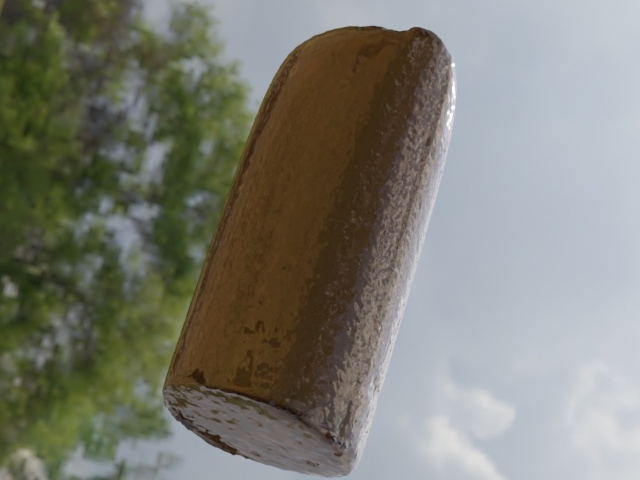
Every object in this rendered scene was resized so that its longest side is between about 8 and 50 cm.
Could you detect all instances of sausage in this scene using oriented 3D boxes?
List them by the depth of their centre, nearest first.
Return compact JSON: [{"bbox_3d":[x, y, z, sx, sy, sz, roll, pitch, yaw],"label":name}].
[{"bbox_3d":[0.000,0.000,1.052,0.123,0.123,0.253,-36,-147,66],"label":"sausage"}]
